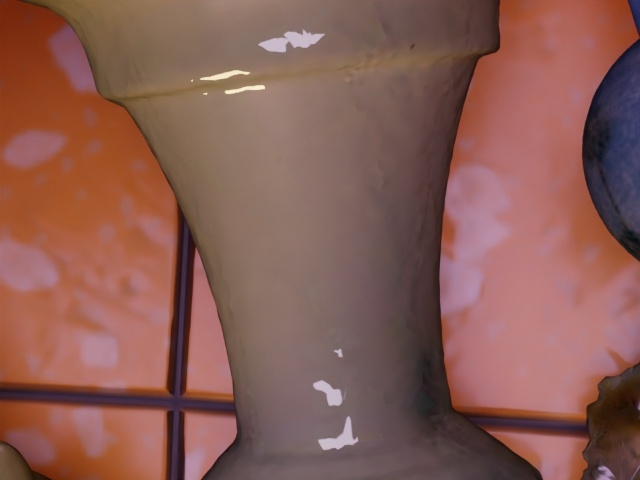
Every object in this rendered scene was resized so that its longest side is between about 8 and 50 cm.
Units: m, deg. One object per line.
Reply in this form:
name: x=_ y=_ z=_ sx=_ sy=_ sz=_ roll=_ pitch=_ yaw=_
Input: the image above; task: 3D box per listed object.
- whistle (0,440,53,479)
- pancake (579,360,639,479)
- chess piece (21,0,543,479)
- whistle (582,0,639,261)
whistle: x=-0.129 y=0.125 z=0.545 sx=0.288 sy=0.106 sz=0.131 roll=44 pitch=113 yaw=10
pancake: x=0.182 y=0.104 z=0.473 sx=0.305 sy=0.067 sz=0.426 roll=8 pitch=88 yaw=39
chess piece: x=0.000 y=0.000 z=0.515 sx=0.195 sy=0.194 sz=0.299 roll=-7 pitch=95 yaw=5
whistle: x=0.114 y=-0.045 z=0.478 sx=0.090 sy=0.090 sz=0.158 roll=-16 pitch=76 yaw=5
